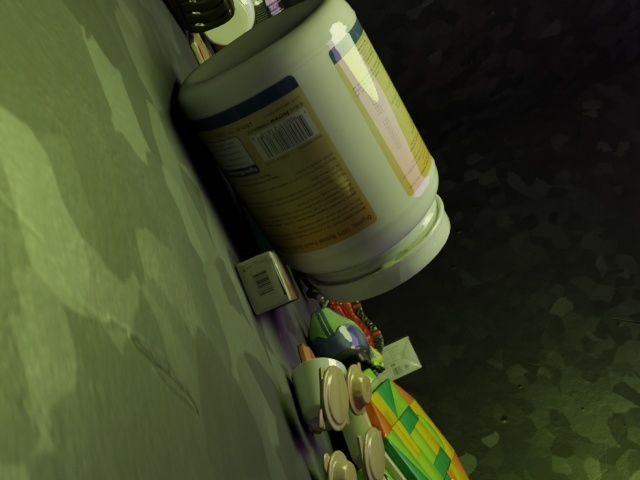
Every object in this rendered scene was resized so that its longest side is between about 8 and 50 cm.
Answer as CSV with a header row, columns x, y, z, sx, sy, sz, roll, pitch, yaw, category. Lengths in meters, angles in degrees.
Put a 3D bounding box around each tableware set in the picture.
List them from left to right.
x,y,z,sx,sy,sz,roll,pitch,yaw,category
0.032,0.197,0.813,0.169,0.020,0.141,9,73,-67,tableware set

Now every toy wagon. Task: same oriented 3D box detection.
x,y,z,sx,sy,sz,roll,pitch,yaw,category
0.111,0.302,1.031,0.267,0.068,0.344,52,11,9,toy wagon

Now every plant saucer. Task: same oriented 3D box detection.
x,y,z,sx,sy,sz,roll,pitch,yaw,category
-0.009,0.179,1.067,0.083,0.013,0.083,-22,90,-87,plant saucer

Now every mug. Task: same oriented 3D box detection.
x,y,z,sx,sy,sz,roll,pitch,yaw,category
0.005,0.176,0.859,0.064,0.062,0.078,-99,162,-45,mug

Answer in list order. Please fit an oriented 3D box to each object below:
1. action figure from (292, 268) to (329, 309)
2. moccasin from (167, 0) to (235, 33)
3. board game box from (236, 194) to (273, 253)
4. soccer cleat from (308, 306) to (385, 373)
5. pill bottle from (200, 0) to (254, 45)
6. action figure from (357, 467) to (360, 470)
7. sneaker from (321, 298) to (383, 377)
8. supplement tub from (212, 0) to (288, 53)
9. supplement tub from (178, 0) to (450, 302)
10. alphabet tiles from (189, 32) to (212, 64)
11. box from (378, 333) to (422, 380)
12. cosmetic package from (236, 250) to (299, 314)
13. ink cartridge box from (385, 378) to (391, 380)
x,y,z,sx,sy,sz,roll,pitch,yaw,category
0.000,0.000,1.490,0.164,0.141,0.275,85,-15,-56,action figure
-0.199,-0.448,1.143,0.380,0.139,0.147,55,11,-81,moccasin
-0.088,-0.126,1.226,0.336,0.079,0.253,-63,132,-84,board game box
0.041,0.177,1.304,0.121,0.093,0.289,61,0,19,soccer cleat
-0.196,-0.460,1.560,0.221,0.124,0.124,-108,175,-63,pill bottle
0.126,0.439,1.174,0.137,0.064,0.232,-115,-175,-63,action figure
0.085,0.224,1.723,0.262,0.104,0.125,-110,178,-51,sneaker
-0.188,-0.550,1.751,0.193,0.194,0.316,-108,175,-64,supplement tub
0.003,-0.104,0.943,0.316,0.228,0.228,58,6,-23,supplement tub
-0.167,-0.234,1.450,0.285,0.011,0.342,-108,175,-59,alphabet tiles
0.176,0.326,2.101,0.290,0.169,0.087,41,24,-82,box
-0.056,0.047,0.871,0.115,0.041,0.060,31,36,-86,cosmetic package
0.163,0.431,1.724,0.148,0.086,0.203,-106,172,-75,ink cartridge box
